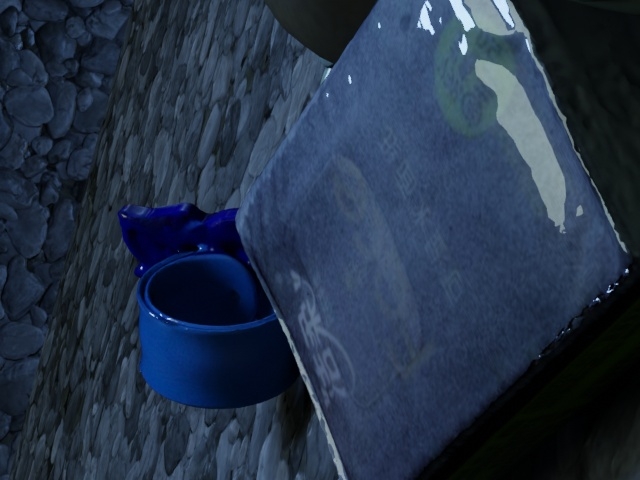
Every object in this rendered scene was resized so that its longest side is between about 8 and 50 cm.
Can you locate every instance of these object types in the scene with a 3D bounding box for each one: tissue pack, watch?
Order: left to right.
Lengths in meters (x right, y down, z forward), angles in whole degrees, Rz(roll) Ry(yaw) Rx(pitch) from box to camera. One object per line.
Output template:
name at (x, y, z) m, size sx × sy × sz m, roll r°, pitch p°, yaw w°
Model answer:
watch at (-0.108, 0.070, 1.731) m, size 0.200 × 0.196 × 0.171 m, roll -78°, pitch -19°, yaw -58°
tissue pack at (0.097, -0.008, 1.151) m, size 0.394 × 0.124 × 0.288 m, roll -53°, pitch 51°, yaw 51°

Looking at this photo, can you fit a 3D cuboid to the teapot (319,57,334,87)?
teapot at (0.049, -0.183, 1.628) m, size 0.124 × 0.091 × 0.092 m, roll -58°, pitch 23°, yaw 32°

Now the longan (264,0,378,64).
longan at (0.078, -0.237, 1.286) m, size 0.258 × 0.258 × 0.258 m, roll -166°, pitch 90°, yaw -73°

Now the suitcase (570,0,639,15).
suitcase at (0.174, -0.201, 0.847) m, size 0.351 × 0.339 × 0.194 m, roll 20°, pitch 94°, yaw 40°
